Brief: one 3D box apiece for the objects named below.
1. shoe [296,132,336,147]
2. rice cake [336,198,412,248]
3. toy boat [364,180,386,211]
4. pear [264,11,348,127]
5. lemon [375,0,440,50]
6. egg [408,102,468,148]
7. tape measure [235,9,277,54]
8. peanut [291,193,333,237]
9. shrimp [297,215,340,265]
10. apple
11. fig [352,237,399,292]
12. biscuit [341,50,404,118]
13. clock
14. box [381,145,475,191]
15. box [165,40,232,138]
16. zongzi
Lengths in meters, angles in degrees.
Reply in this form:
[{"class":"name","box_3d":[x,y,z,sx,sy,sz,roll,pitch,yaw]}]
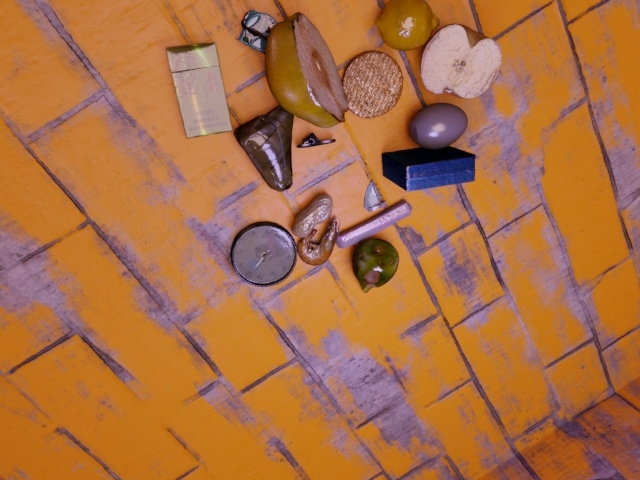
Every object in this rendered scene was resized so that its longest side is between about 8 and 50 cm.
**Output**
[{"class":"shoe","box_3d":[-0.019,-0.390,1.847,0.159,0.062,0.053,-9,98,-10]},{"class":"rice cake","box_3d":[0.229,-0.067,2.022,0.365,0.056,0.072,-27,115,-3]},{"class":"toy boat","box_3d":[0.215,-0.186,1.995,0.096,0.034,0.122,-24,104,-4]},{"class":"pear","box_3d":[-0.070,-0.563,1.663,0.191,0.340,0.386,-14,123,26]},{"class":"lemon","box_3d":[0.309,-0.778,1.720,0.244,0.187,0.187,-8,111,-16]},{"class":"egg","box_3d":[0.465,-0.450,1.876,0.232,0.176,0.176,-21,113,-12]},{"class":"tape measure","box_3d":[-0.209,-0.726,1.668,0.146,0.081,0.125,23,106,-20]},{"class":"peanut","box_3d":[-0.032,-0.098,1.930,0.214,0.090,0.098,-42,111,5]},{"class":"shrimp","box_3d":[0.000,0.000,1.986,0.150,0.068,0.248,24,110,-22]},{"class":"apple","box_3d":[0.514,-0.673,1.816,0.293,0.163,0.251,20,114,-7]},{"class":"fig","box_3d":[0.215,0.126,2.041,0.206,0.206,0.275,-1,143,-13]},{"class":"biscuit","box_3d":[0.198,-0.596,1.836,0.254,0.035,0.254,-4,111,-11]},{"class":"clock","box_3d":[-0.229,0.061,1.958,0.280,0.055,0.280,-4,110,-12]},{"class":"box","box_3d":[0.414,-0.287,1.874,0.279,0.261,0.116,-9,113,-10]},{"class":"box","box_3d":[-0.427,-0.531,1.705,0.173,0.043,0.311,-11,111,-9]},{"class":"zongzi","box_3d":[-0.135,-0.370,1.801,0.300,0.138,0.286,-45,123,-17]}]
